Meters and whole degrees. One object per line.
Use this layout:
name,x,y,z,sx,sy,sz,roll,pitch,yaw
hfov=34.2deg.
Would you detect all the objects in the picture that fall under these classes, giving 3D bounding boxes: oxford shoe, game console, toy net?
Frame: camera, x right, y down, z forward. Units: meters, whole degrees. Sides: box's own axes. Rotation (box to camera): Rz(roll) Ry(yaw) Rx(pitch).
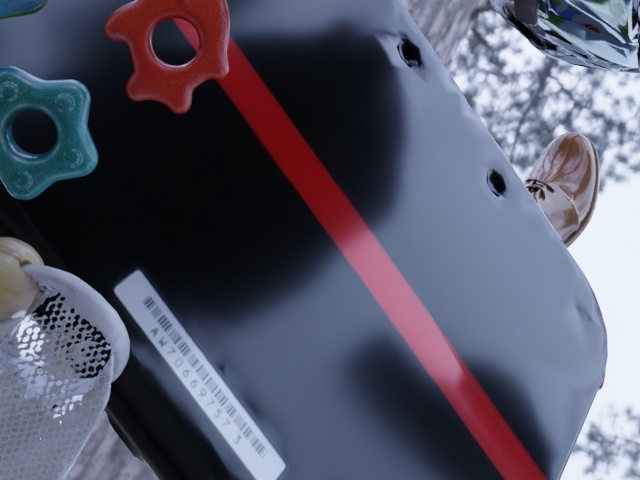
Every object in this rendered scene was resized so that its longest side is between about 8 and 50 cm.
oxford shoe,0.214,-0.034,0.998,0.076,0.212,0.076,12,-33,30
game console,0.000,0.000,0.539,0.060,0.342,0.387,-29,-79,41
toy net,-0.090,-0.023,0.347,0.122,0.045,0.232,-2,-78,-6

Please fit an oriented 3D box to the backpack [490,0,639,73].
backpack,0.190,-0.206,0.420,0.273,0.290,0.355,56,8,26
